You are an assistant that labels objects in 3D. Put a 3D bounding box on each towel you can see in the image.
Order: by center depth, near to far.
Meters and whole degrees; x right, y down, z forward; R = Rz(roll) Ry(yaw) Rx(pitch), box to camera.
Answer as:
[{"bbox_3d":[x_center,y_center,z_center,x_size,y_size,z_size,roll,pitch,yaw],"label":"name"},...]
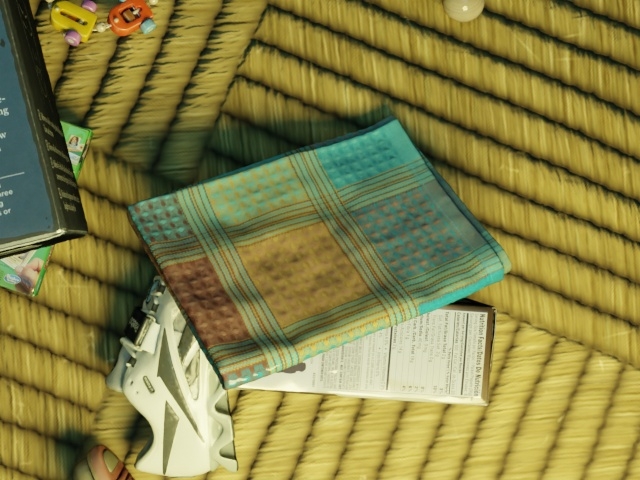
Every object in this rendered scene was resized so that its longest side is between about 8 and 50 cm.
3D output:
[{"bbox_3d":[0.000,0.000,1.421,0.370,0.040,0.271,-20,56,-23],"label":"towel"}]

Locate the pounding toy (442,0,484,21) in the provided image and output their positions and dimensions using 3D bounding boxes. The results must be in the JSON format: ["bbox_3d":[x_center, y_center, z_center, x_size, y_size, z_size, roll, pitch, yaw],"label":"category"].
[{"bbox_3d":[0.111,-0.386,1.534,0.236,0.110,0.183,28,75,-34],"label":"pounding toy"}]

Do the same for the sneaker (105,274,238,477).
[{"bbox_3d":[-0.187,0.122,1.483,0.146,0.122,0.331,-6,91,-7],"label":"sneaker"}]

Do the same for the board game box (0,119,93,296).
[{"bbox_3d":[-0.457,-0.083,1.493,0.317,0.046,0.214,19,87,-5],"label":"board game box"}]

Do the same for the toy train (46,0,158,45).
[{"bbox_3d":[-0.283,-0.296,1.513,0.125,0.046,0.166,-39,86,-24],"label":"toy train"}]

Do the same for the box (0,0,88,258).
[{"bbox_3d":[-0.405,-0.170,1.329,0.211,0.293,0.396,-14,91,-6],"label":"box"}]

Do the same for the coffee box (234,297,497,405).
[{"bbox_3d":[0.044,0.120,1.483,0.297,0.168,0.119,4,90,-6],"label":"coffee box"}]

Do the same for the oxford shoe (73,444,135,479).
[{"bbox_3d":[-0.234,0.442,1.476,0.146,0.140,0.397,-19,90,2],"label":"oxford shoe"}]
